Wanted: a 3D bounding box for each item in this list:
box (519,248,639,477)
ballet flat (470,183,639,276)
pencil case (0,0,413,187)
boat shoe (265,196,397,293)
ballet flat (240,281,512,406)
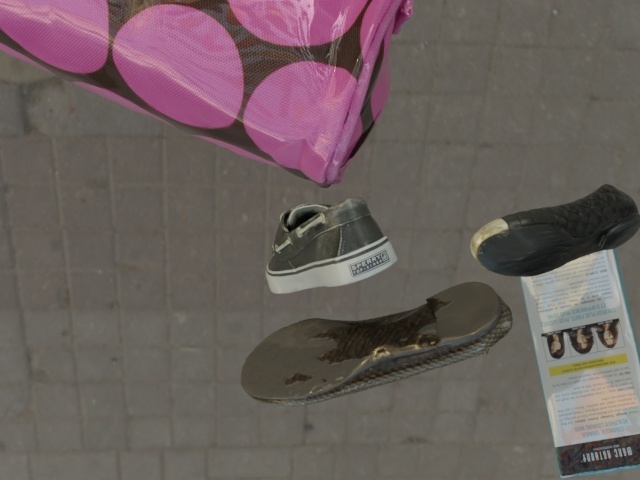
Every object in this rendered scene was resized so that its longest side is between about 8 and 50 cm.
[{"bbox_3d":[0.274,0.112,1.001,0.100,0.244,0.060,-14,163,21],"label":"box"},{"bbox_3d":[0.180,-0.009,0.763,0.173,0.049,0.057,-10,137,-33],"label":"ballet flat"},{"bbox_3d":[-0.066,-0.103,0.381,0.209,0.098,0.095,26,157,4],"label":"pencil case"},{"bbox_3d":[0.000,0.000,0.847,0.077,0.219,0.070,-23,93,-22],"label":"boat shoe"},{"bbox_3d":[0.047,0.097,0.849,0.249,0.084,0.058,-19,140,19],"label":"ballet flat"}]
